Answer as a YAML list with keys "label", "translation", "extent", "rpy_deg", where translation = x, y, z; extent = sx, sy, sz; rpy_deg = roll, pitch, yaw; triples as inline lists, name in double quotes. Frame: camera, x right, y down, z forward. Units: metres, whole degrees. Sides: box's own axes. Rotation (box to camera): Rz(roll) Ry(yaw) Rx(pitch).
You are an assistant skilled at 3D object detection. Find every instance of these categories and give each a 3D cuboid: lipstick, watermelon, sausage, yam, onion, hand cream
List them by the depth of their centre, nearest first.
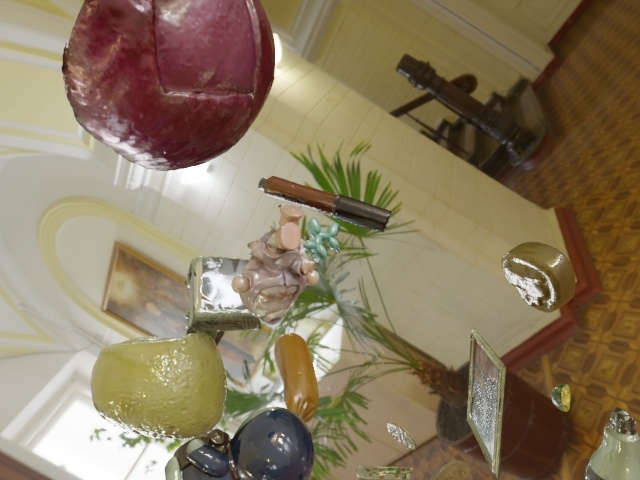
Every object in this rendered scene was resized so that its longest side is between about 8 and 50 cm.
- label: "onion"
  translation: [-0.128, -0.182, 0.462]
  extent: [0.250, 0.111, 0.247]
  rpy_deg: [-55, -11, -5]
- label: "hand cream"
  translation: [0.171, 0.639, 1.165]
  extent: [0.165, 0.037, 0.057]
  rpy_deg: [-14, -3, 24]
- label: "yam"
  translation: [0.342, 0.674, 1.176]
  extent: [0.299, 0.066, 0.066]
  rpy_deg: [16, -71, -54]
- label: "lipstick"
  translation: [0.006, -0.115, 1.270]
  extent: [0.077, 0.418, 0.077]
  rpy_deg: [18, -90, -74]
- label: "sausage"
  translation: [-0.073, 0.431, 1.348]
  extent: [0.116, 0.134, 0.354]
  rpy_deg: [-33, 27, 3]
- label: "watermelon"
  translation: [0.935, 0.611, 1.653]
  extent: [0.062, 0.105, 0.105]
  rpy_deg: [-7, 43, 44]

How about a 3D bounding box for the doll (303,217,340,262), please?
- label: "doll"
  translation: [0.000, 0.000, 1.485]
  extent: [0.059, 0.159, 0.159]
  rpy_deg: [-38, 54, 48]

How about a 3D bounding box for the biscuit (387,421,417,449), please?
- label: "biscuit"
  translation: [0.274, 0.659, 1.430]
  extent: [0.015, 0.120, 0.120]
  rpy_deg: [-39, -8, -31]

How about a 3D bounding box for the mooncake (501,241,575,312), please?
- label: "mooncake"
  translation: [0.707, 0.115, 1.377]
  extent: [0.117, 0.235, 0.235]
  rpy_deg: [-30, -3, -11]

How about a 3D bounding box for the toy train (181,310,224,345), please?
- label: "toy train"
  translation: [-0.405, 0.355, 1.396]
  extent: [0.304, 0.150, 0.221]
  rpy_deg: [-63, 16, 14]

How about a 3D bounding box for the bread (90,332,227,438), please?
- label: "bread"
  translation: [-0.373, 0.346, 1.003]
  extent: [0.320, 0.320, 0.237]
  rpy_deg: [126, 142, -59]

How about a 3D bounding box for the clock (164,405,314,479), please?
- label: "clock"
  translation: [-0.127, 0.392, 0.745]
  extent: [0.243, 0.147, 0.200]
  rpy_deg: [-23, -42, -5]

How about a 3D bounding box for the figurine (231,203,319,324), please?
- label: "figurine"
  translation: [-0.096, 0.058, 0.902]
  extent: [0.133, 0.200, 0.276]
  rpy_deg: [55, 137, 41]

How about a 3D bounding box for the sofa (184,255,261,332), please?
- label: "sofa"
  translation: [-0.290, 0.171, 1.234]
  extent: [0.176, 0.210, 0.226]
  rpy_deg: [125, 140, -50]

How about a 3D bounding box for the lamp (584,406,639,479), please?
- label: "lamp"
  translation: [0.858, 0.629, 1.217]
  extent: [0.182, 0.181, 0.314]
  rpy_deg: [142, 128, -81]

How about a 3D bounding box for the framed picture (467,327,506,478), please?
- label: "framed picture"
  translation: [0.391, 0.376, 1.018]
  extent: [0.216, 0.016, 0.274]
  rpy_deg: [-76, -16, -79]
